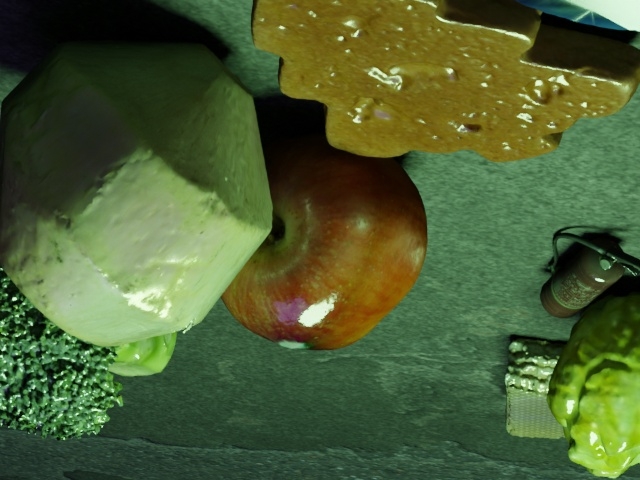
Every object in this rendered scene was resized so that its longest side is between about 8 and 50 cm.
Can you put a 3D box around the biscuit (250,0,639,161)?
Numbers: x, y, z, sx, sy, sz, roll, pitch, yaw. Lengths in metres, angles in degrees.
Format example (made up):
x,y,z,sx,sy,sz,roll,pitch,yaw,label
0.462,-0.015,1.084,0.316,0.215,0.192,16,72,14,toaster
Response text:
x,y,z,sx,sy,sz,roll,pitch,yaw,label
0.066,-0.135,1.333,0.284,0.043,0.306,-7,154,40,biscuit

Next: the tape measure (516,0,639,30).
x,y,z,sx,sy,sz,roll,pitch,yaw,label
0.158,-0.219,0.883,0.259,0.138,0.262,-3,151,32,tape measure

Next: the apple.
x,y,z,sx,sy,sz,roll,pitch,yaw,label
0.000,0.000,1.557,0.199,0.199,0.199,7,161,2,apple

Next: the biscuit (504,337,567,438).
x,y,z,sx,sy,sz,roll,pitch,yaw,label
0.257,0.166,2.087,0.108,0.062,0.239,4,162,7,biscuit

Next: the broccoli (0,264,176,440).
x,y,z,sx,sy,sz,roll,pitch,yaw,label
-0.240,0.089,1.890,0.252,0.221,0.361,0,171,40,broccoli

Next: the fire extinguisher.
x,y,z,sx,sy,sz,roll,pitch,yaw,label
0.237,0.027,1.729,0.078,0.045,0.157,32,160,-1,fire extinguisher

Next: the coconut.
x,y,z,sx,sy,sz,roll,pitch,yaw,label
-0.140,-0.043,1.416,0.197,0.237,0.237,44,-179,31,coconut

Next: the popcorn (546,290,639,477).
x,y,z,sx,sy,sz,roll,pitch,yaw,label
0.317,0.153,1.820,0.212,0.198,0.198,48,160,6,popcorn
